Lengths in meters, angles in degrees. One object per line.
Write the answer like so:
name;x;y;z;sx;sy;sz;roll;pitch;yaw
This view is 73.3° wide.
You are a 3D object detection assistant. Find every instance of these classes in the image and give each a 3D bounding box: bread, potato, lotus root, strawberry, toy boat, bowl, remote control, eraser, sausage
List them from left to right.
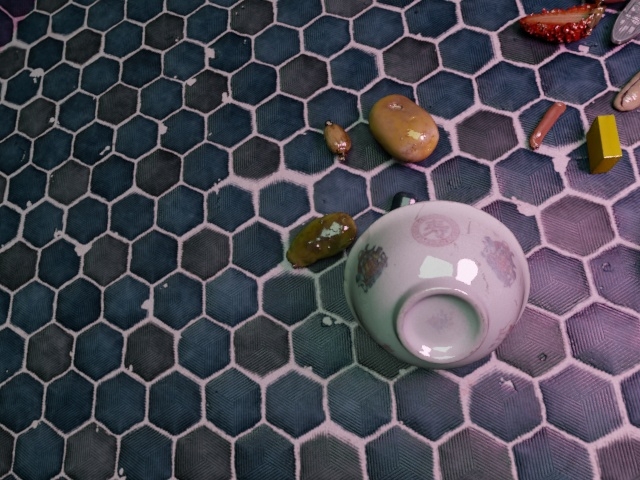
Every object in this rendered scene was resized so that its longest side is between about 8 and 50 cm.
potato;0.000;0.000;1.219;0.226;0.090;0.117;-31;76;10
lotus root;0.052;-0.302;1.309;0.072;0.063;0.151;-9;63;-18
remote control;0.217;-0.033;1.204;0.072;0.042;0.221;14;78;14
potato;0.231;-0.319;1.235;0.151;0.146;0.233;-9;49;-36
bowl;0.257;0.141;0.952;0.436;0.196;0.433;3;110;9
sausage;0.627;-0.320;1.198;0.157;0.036;0.042;-55;36;-7
strawberry;0.705;-0.630;1.258;0.167;0.086;0.208;-43;42;-23
eraser;0.734;-0.249;1.121;0.045;0.097;0.122;-3;74;15
toy boat;0.900;-0.651;1.206;0.078;0.085;0.260;37;85;19
bread;0.887;-0.433;1.165;0.214;0.053;0.073;-41;66;0

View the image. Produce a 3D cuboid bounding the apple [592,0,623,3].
apple;0.832;-0.740;1.220;0.154;0.119;0.153;2;31;-1
